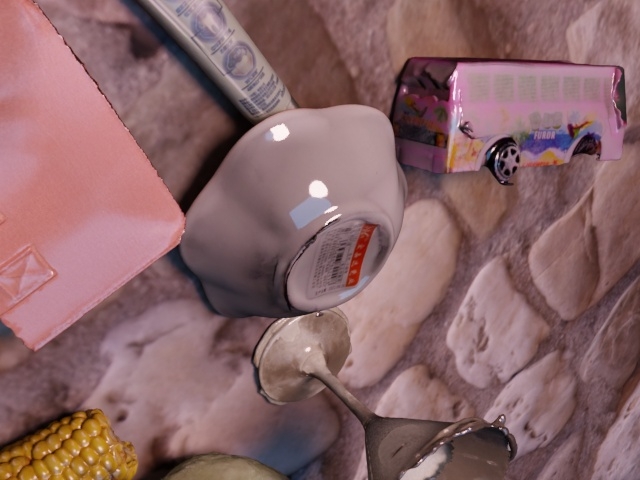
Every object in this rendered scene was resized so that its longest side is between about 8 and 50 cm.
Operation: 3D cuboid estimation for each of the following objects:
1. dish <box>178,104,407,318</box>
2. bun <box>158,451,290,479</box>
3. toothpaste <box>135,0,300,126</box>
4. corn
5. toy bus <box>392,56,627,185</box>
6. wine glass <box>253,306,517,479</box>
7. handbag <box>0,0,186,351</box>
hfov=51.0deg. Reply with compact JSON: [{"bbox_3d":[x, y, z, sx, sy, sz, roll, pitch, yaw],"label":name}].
[{"bbox_3d":[0.000,0.000,0.564,0.229,0.081,0.229,-23,138,-22],"label":"dish"},{"bbox_3d":[-0.109,0.298,0.647,0.204,0.126,0.212,21,94,-42],"label":"bun"},{"bbox_3d":[-0.087,-0.155,0.468,0.062,0.039,0.239,-49,132,-6],"label":"toothpaste"},{"bbox_3d":[-0.284,0.242,0.502,0.310,0.101,0.101,-35,131,-14],"label":"corn"},{"bbox_3d":[0.200,-0.123,0.669,0.274,0.090,0.112,-9,110,-35],"label":"toy bus"},{"bbox_3d":[0.041,0.162,0.611,0.156,0.232,0.156,-16,122,-28],"label":"wine glass"},{"bbox_3d":[-0.201,-0.043,0.433,0.157,0.059,0.212,-40,130,-13],"label":"handbag"}]
